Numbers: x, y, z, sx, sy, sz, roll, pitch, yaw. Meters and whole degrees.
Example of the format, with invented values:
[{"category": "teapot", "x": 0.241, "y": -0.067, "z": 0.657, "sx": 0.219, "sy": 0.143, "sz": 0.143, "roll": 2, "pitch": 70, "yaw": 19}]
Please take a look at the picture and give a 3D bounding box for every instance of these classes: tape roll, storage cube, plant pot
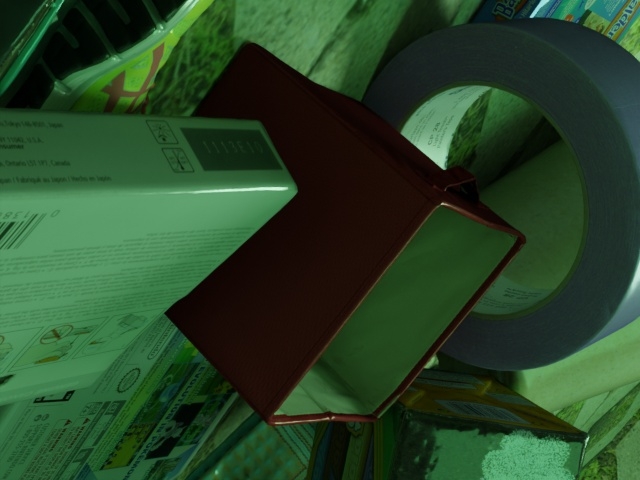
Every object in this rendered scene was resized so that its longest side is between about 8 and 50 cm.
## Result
[{"category": "tape roll", "x": 0.152, "y": -0.038, "z": 0.895, "sx": 0.090, "sy": 0.275, "sz": 0.274, "roll": -15, "pitch": 140, "yaw": -46}, {"category": "storage cube", "x": 0.000, "y": 0.000, "z": 0.818, "sx": 0.215, "sy": 0.193, "sz": 0.184, "roll": -53, "pitch": 153, "yaw": 12}, {"category": "plant pot", "x": 0.265, "y": 0.034, "z": 1.174, "sx": 0.305, "sy": 0.334, "sz": 0.334, "roll": -24, "pitch": 148, "yaw": -18}]

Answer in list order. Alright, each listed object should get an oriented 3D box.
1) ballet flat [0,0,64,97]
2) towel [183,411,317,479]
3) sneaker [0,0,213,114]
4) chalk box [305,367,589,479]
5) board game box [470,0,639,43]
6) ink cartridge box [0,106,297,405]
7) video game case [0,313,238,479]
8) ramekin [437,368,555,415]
[{"category": "ballet flat", "x": -0.135, "y": -0.155, "z": 0.548, "sx": 0.203, "sy": 0.074, "sz": 0.074, "roll": -49, "pitch": 154, "yaw": 9}, {"category": "towel", "x": 0.012, "y": 0.281, "z": 1.106, "sx": 0.370, "sy": 0.271, "sz": 0.040, "roll": -40, "pitch": 171, "yaw": -28}, {"category": "sneaker", "x": -0.125, "y": -0.099, "z": 0.629, "sx": 0.208, "sy": 0.081, "sz": 0.094, "roll": -40, "pitch": 156, "yaw": 12}, {"category": "chalk box", "x": 0.087, "y": 0.270, "z": 0.978, "sx": 0.180, "sy": 0.179, "sz": 0.289, "roll": 11, "pitch": 96, "yaw": -20}, {"category": "board game box", "x": 0.227, "y": -0.212, "z": 1.022, "sx": 0.160, "sy": 0.047, "sz": 0.210, "roll": -55, "pitch": 152, "yaw": 16}, {"category": "ink cartridge box", "x": -0.179, "y": 0.022, "z": 0.630, "sx": 0.239, "sy": 0.060, "sz": 0.275, "roll": -41, "pitch": 160, "yaw": 32}, {"category": "video game case", "x": -0.188, "y": 0.163, "z": 0.947, "sx": 0.329, "sy": 0.036, "sz": 0.300, "roll": -55, "pitch": 153, "yaw": 15}, {"category": "ramekin", "x": 0.220, "y": 0.251, "z": 1.501, "sx": 0.207, "sy": 0.207, "sz": 0.109, "roll": -7, "pitch": 124, "yaw": -53}]
